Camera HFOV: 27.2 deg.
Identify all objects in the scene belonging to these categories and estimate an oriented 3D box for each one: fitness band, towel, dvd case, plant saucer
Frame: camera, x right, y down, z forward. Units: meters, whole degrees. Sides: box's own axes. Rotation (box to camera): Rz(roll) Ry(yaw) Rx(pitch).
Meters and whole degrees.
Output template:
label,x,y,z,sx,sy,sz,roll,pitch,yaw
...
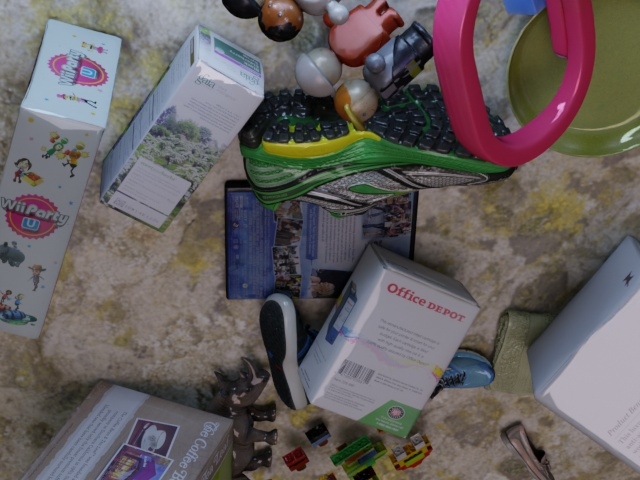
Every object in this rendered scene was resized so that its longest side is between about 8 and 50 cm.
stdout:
label,x,y,z,sx,sy,sz,roll,pitch,yaw
fitness band,0.217,-0.216,1.477,0.209,0.054,0.291,-40,135,-19
towel,0.296,0.162,1.876,0.110,0.027,0.148,4,124,-8
dvd case,0.000,0.000,1.749,0.253,0.022,0.180,0,123,-3
plant saucer,0.343,-0.214,1.617,0.241,0.037,0.241,-2,123,-2

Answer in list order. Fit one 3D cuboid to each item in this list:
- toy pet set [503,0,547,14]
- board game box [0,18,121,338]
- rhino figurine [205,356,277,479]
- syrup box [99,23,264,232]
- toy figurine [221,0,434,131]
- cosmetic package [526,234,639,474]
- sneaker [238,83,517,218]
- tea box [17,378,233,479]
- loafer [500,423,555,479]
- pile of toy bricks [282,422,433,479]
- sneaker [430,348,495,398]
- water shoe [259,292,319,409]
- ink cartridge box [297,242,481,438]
label,x,y,z,sx,sy,sz,roll,pitch,yaw
toy pet set,0.218,-0.318,1.521,0.122,0.065,0.114,-19,123,9
board game box,-0.325,-0.072,1.555,0.097,0.224,0.303,14,123,-12
rhino figurine,-0.116,0.266,1.892,0.106,0.073,0.243,0,123,-8
syrup box,-0.169,-0.133,1.601,0.093,0.096,0.237,27,118,-23
toy figurine,0.006,-0.241,1.469,0.148,0.209,0.213,-41,120,4
cosmetic package,0.525,0.227,1.772,0.453,0.161,0.230,36,107,-8
sneaker,0.073,-0.104,1.635,0.343,0.134,0.146,2,132,5
tea box,-0.279,0.429,1.806,0.220,0.329,0.324,15,124,14
loafer,0.319,0.322,1.979,0.039,0.045,0.125,-38,116,12
pile of toy bricks,0.052,0.323,1.938,0.212,0.118,0.105,-30,151,-3
sneaker,0.166,0.198,1.863,0.162,0.073,0.063,-1,124,-3
water shoe,-0.031,0.141,1.819,0.080,0.073,0.203,-27,134,-24
ink cartridge box,0.089,0.132,1.749,0.154,0.093,0.212,23,107,-21
